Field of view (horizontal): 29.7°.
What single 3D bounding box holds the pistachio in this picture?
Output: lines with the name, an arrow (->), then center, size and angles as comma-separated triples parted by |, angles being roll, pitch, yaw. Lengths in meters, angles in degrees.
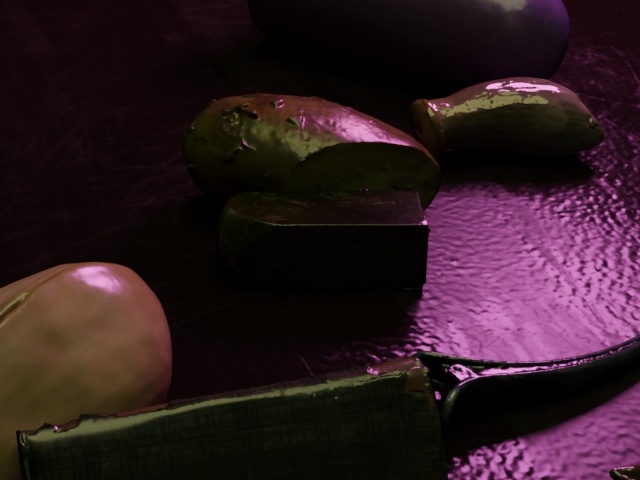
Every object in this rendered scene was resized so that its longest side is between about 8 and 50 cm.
pistachio -> -0.244, 0.126, 0.956 | 0.187, 0.187, 0.299 | 23, 42, 28

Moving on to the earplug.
earplug -> 0.135, -0.334, 1.727 | 0.456, 0.215, 0.215 | 22, 37, 21

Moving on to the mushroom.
mushroom -> 0.233, -0.155, 1.537 | 0.247, 0.108, 0.096 | -2, -8, -12

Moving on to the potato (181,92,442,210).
potato -> -0.011, -0.093, 1.367 | 0.298, 0.141, 0.176 | 4, 35, 3

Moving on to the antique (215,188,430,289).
antique -> 0.000, 0.000, 1.279 | 0.221, 0.081, 0.080 | -1, 30, -6

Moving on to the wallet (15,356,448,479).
wallet -> -0.054, 0.193, 0.896 | 0.317, 0.169, 0.044 | -8, -3, -18

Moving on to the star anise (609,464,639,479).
star anise -> 0.388, 0.210, 0.951 | 0.258, 0.110, 0.198 | -24, 64, -13

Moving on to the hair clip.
hair clip -> 0.218, 0.126, 1.143 | 0.275, 0.048, 0.083 | -5, 31, -23
